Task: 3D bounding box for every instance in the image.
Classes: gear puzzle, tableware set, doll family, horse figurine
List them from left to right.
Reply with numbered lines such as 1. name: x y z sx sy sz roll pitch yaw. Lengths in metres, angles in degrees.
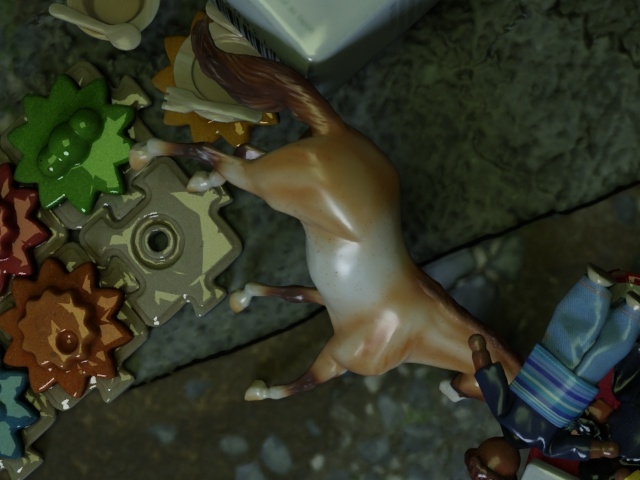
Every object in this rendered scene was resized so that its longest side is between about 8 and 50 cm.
1. gear puzzle: -0.146 -0.005 1.174 0.339 0.044 0.175 -42 81 10
2. tableware set: -0.066 -0.155 1.143 0.141 0.020 0.169 27 76 10
3. horse figurine: 0.000 0.000 1.088 0.174 0.066 0.263 -4 120 34
4. doll family: 0.150 0.098 0.868 0.193 0.076 0.111 39 103 25

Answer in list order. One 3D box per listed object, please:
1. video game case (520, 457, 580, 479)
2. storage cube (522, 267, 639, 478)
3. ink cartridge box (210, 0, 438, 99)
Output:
1. video game case: 0.139 0.166 0.917 0.122 0.011 0.087 24 108 11
2. storage cube: 0.200 0.138 1.006 0.183 0.215 0.193 17 100 13
3. ink cartridge box: 0.033 -0.317 1.121 0.385 0.091 0.308 -41 80 -8
